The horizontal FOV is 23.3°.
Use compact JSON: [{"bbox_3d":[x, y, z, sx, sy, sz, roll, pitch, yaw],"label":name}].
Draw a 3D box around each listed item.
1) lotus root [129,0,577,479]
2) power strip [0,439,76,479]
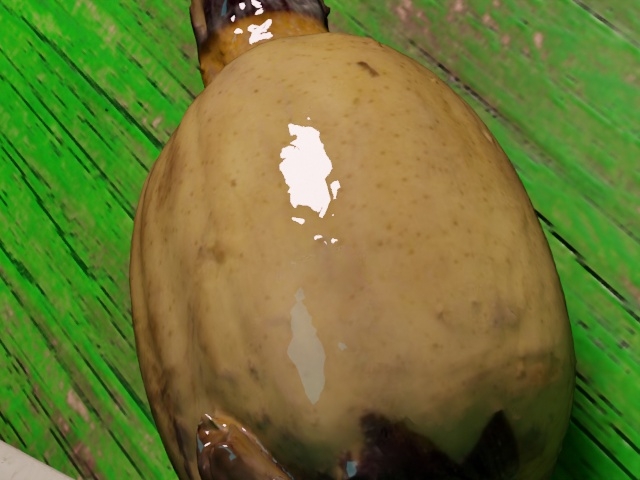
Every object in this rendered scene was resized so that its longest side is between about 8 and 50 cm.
[{"bbox_3d":[0.000,0.000,0.661,0.182,0.182,0.310,-34,57,26],"label":"lotus root"},{"bbox_3d":[-0.117,0.151,0.749,0.367,0.106,0.043,18,61,41],"label":"power strip"}]
